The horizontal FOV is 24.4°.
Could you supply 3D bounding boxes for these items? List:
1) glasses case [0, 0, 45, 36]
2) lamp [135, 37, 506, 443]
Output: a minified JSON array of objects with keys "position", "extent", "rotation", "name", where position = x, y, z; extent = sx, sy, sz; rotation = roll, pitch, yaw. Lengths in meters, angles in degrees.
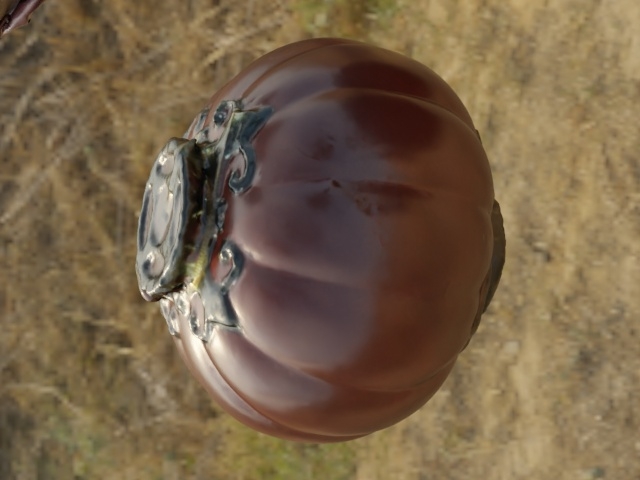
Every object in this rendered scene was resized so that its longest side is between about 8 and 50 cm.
[{"position":[-0.213,-0.194,1.050],"extent":[0.193,0.070,0.102],"rotation":[-62,9,-31],"name":"glasses case"},{"position":[0.000,0.000,1.098],"extent":[0.303,0.257,0.303],"rotation":[-172,90,-67],"name":"lamp"}]
